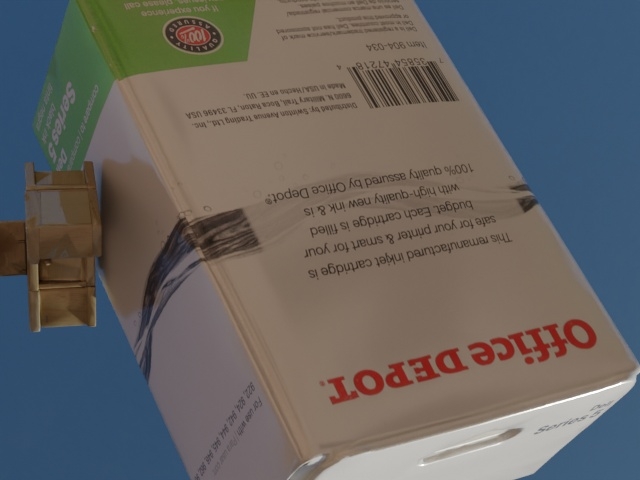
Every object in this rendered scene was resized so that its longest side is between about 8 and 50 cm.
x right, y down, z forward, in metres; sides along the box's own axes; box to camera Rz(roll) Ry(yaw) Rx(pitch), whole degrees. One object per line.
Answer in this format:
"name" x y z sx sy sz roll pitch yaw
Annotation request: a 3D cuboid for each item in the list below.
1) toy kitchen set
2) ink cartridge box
"toy kitchen set" -0.139 0.015 0.647 0.068 0.083 0.075 -2 -154 -12
"ink cartridge box" 0.000 0.000 0.695 0.198 0.115 0.273 -10 -121 -32
